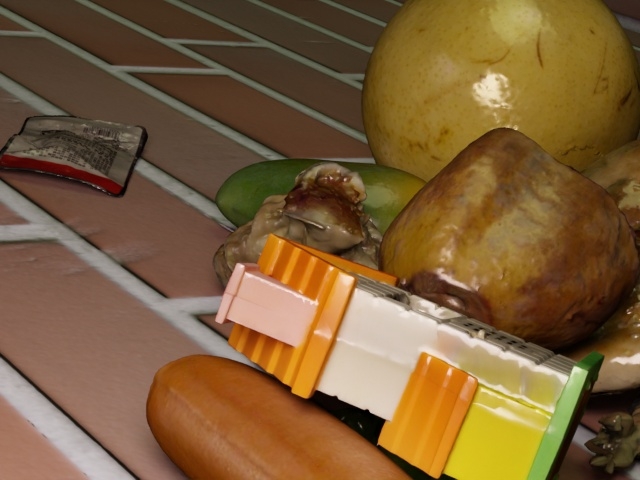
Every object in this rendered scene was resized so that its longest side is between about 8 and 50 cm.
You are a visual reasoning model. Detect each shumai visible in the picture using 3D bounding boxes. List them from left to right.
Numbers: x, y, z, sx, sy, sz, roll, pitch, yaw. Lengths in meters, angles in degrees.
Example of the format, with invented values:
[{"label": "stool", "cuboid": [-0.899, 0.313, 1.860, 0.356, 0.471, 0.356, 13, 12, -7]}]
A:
[{"label": "shumai", "cuboid": [0.000, 0.000, 1.527, 0.210, 0.153, 0.161, 13, 36, 19]}]

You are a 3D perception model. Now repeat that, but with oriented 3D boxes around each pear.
[{"label": "pear", "cuboid": [0.218, -0.167, 1.912, 0.348, 0.348, 0.348, 10, 17, -3]}]

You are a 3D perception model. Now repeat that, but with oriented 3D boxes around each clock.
[{"label": "clock", "cuboid": [0.061, 0.089, 1.140, 0.255, 0.106, 0.220, 22, 3, 13]}]

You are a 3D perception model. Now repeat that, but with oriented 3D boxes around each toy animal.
[{"label": "toy animal", "cuboid": [0.275, 0.164, 1.339, 0.086, 0.069, 0.220, -3, 3, 32]}]

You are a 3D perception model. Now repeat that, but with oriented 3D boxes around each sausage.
[{"label": "sausage", "cuboid": [-0.024, 0.158, 1.109, 0.105, 0.105, 0.274, -3, 22, -39]}]

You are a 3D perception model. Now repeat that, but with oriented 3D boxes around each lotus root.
[{"label": "lotus root", "cuboid": [0.144, 0.035, 1.340, 0.199, 0.188, 0.180, 36, 39, 8]}]

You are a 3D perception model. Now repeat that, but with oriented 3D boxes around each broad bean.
[{"label": "broad bean", "cuboid": [0.069, 0.167, 1.223, 0.195, 0.046, 0.061, 19, 25, 38]}]

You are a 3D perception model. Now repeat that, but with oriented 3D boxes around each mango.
[{"label": "mango", "cuboid": [0.011, -0.028, 1.718, 0.251, 0.114, 0.156, 6, 23, 28]}]

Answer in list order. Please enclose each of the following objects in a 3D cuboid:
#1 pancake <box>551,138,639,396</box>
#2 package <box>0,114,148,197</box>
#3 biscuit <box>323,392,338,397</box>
[{"label": "pancake", "cuboid": [0.302, 0.015, 1.514, 0.387, 0.082, 0.387, -20, 27, 11]}, {"label": "package", "cuboid": [-0.294, -0.109, 1.905, 0.154, 0.030, 0.239, 11, 17, -3]}, {"label": "biscuit", "cuboid": [0.060, 0.106, 1.373, 0.254, 0.035, 0.254, 13, 7, -2]}]
